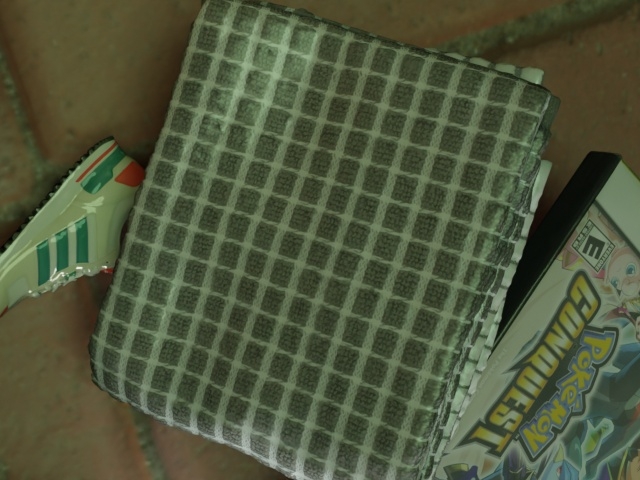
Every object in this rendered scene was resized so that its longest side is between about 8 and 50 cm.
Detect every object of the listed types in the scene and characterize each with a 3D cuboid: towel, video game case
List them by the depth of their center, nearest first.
[{"bbox_3d":[0.000,0.000,0.563,0.235,0.121,0.284,18,92,20],"label":"towel"},{"bbox_3d":[0.209,0.116,0.676,0.248,0.035,0.275,40,80,-26],"label":"video game case"}]

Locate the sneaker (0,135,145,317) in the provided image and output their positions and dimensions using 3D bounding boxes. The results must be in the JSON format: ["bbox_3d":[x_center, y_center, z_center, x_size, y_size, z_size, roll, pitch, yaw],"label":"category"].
[{"bbox_3d":[-0.167,0.011,0.601,0.075,0.057,0.161,41,80,-15],"label":"sneaker"}]
